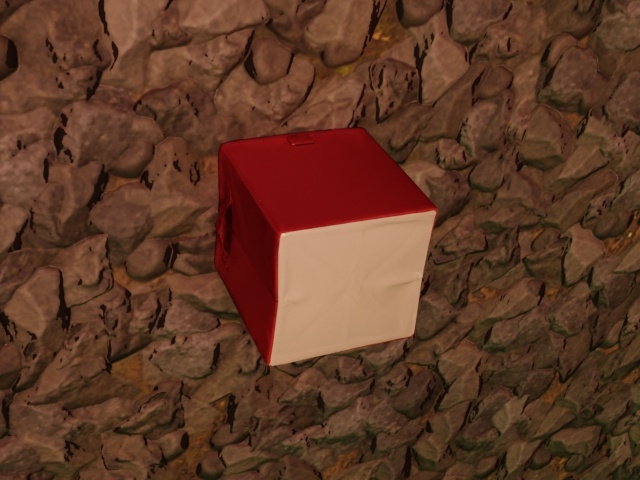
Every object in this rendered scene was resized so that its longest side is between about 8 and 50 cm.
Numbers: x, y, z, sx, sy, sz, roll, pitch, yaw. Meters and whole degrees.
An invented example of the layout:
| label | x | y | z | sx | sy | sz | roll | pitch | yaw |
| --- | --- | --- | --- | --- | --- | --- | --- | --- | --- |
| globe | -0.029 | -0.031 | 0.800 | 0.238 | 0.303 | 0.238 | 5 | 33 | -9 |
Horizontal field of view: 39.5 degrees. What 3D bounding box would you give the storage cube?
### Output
| label | x | y | z | sx | sy | sz | roll | pitch | yaw |
| --- | --- | --- | --- | --- | --- | --- | --- | --- | --- |
| storage cube | 0.000 | 0.000 | 1.020 | 0.215 | 0.193 | 0.184 | -8 | 126 | -21 |
